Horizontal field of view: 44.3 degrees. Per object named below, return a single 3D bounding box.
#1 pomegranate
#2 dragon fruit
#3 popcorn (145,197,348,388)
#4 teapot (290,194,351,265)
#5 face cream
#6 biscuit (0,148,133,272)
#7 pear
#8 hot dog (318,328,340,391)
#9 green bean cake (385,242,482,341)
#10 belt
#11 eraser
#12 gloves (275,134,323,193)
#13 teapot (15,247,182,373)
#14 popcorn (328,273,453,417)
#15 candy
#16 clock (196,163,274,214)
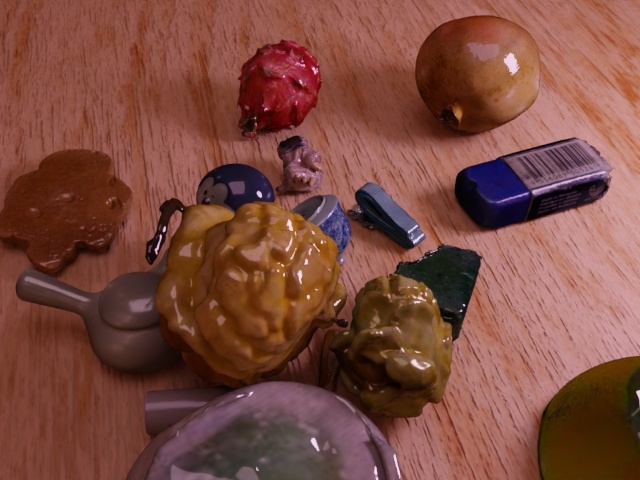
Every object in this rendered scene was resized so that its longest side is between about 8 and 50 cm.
[{"bbox_3d":[0.378,-0.399,1.914,0.319,0.319,0.319,0,44,0],"label":"pomegranate"},{"bbox_3d":[-0.109,-0.367,1.934,0.268,0.205,0.210,-53,26,-16],"label":"dragon fruit"},{"bbox_3d":[-0.138,0.063,1.318,0.381,0.349,0.349,43,56,12],"label":"popcorn"},{"bbox_3d":[0.000,0.000,1.605,0.159,0.159,0.232,11,36,10],"label":"teapot"},{"bbox_3d":[-0.169,0.286,1.339,0.250,0.077,0.077,-4,44,-3],"label":"face cream"},{"bbox_3d":[-0.552,-0.069,1.718,0.269,0.051,0.376,3,45,-1],"label":"biscuit"},{"bbox_3d":[0.560,0.320,1.253,0.398,0.165,0.399,0,44,0],"label":"pear"},{"bbox_3d":[0.022,0.221,1.445,0.044,0.028,0.137,-16,38,20],"label":"hot dog"},{"bbox_3d":[0.201,0.092,1.527,0.193,0.107,0.208,14,45,17],"label":"green bean cake"},{"bbox_3d":[0.144,-0.043,1.701,0.065,0.100,0.179,-34,69,-32],"label":"belt"},{"bbox_3d":[0.481,-0.128,1.765,0.332,0.102,0.155,-16,48,-15],"label":"eraser"},{"bbox_3d":[-0.047,-0.170,1.803,0.110,0.094,0.144,-3,63,8],"label":"gloves"},{"bbox_3d":[-0.382,0.140,1.435,0.318,0.149,0.220,-10,44,-13],"label":"teapot"},{"bbox_3d":[0.127,0.180,1.340,0.195,0.256,0.255,10,16,19],"label":"popcorn"},{"bbox_3d":[-0.072,0.388,1.158,0.386,0.186,0.427,35,50,23],"label":"candy"},{"bbox_3d":[-0.168,-0.040,1.560,0.199,0.243,0.146,28,48,28],"label":"clock"}]
